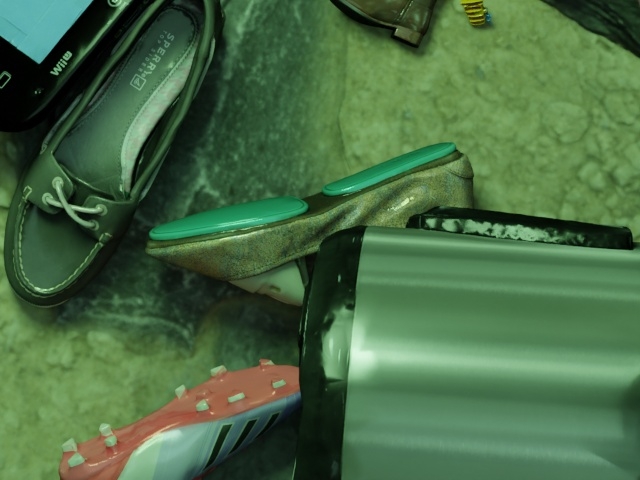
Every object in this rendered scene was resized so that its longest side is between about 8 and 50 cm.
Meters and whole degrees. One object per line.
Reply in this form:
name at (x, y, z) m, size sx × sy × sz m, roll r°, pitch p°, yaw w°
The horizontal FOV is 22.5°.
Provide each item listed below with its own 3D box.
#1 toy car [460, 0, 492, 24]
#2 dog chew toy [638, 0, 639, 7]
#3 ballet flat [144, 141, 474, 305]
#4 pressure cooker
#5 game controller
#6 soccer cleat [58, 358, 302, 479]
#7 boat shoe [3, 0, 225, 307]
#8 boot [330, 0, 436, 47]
toy car at (0.196, -0.245, 1.562) m, size 0.122 × 0.060 × 0.040 m, roll -15°, pitch 133°, yaw 9°
dog chew toy at (0.364, -0.323, 1.500) m, size 0.207 × 0.206 × 0.332 m, roll -21°, pitch 82°, yaw -7°
ballet flat at (0.000, 0.000, 1.487) m, size 0.316 × 0.107 × 0.106 m, roll -16°, pitch 102°, yaw -6°
pressure cooker at (0.192, 0.177, 1.345) m, size 0.420 × 0.370 × 0.375 m, roll 4°, pitch 119°, yaw 5°
game controller at (-0.230, -0.247, 1.472) m, size 0.166 × 0.067 × 0.319 m, roll 35°, pitch 83°, yaw 31°
soccer cleat at (-0.119, 0.189, 1.480) m, size 0.248 × 0.083 × 0.095 m, roll -22°, pitch 113°, yaw -10°
boat shoe at (-0.194, -0.094, 1.471) m, size 0.112 × 0.095 × 0.335 m, roll 30°, pitch 84°, yaw -4°
boot at (0.073, -0.256, 1.538) m, size 0.106 × 0.037 × 0.114 m, roll 25°, pitch 88°, yaw -17°
